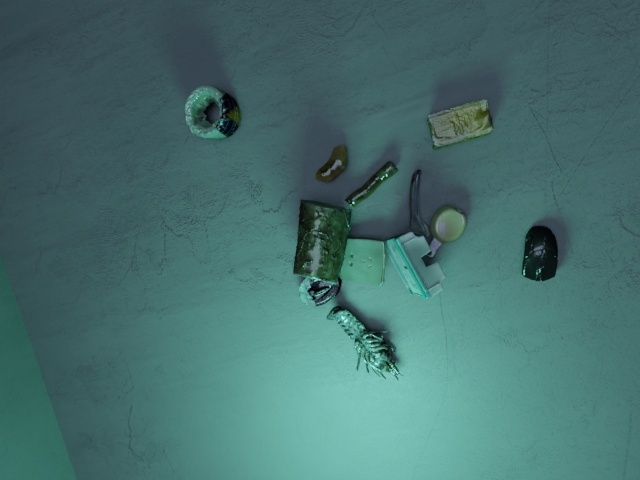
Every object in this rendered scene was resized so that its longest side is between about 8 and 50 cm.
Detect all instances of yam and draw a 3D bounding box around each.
[{"bbox_3d":[0.213,-0.231,1.743,0.253,0.061,0.061,-40,86,16],"label":"yam"},{"bbox_3d":[0.000,0.000,1.705,0.241,0.241,0.347,7,87,13],"label":"yam"}]

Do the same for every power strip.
[{"bbox_3d":[0.186,0.081,1.784,0.213,0.064,0.198,8,100,27],"label":"power strip"}]

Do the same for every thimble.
[{"bbox_3d":[-0.484,-0.557,1.836,0.238,0.150,0.237,2,98,15],"label":"thimble"}]

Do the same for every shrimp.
[{"bbox_3d":[0.199,0.444,1.783,0.221,0.166,0.410,-46,72,17],"label":"shrimp"}]

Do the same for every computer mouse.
[{"bbox_3d":[0.852,0.053,1.607,0.122,0.073,0.217,2,98,14],"label":"computer mouse"}]

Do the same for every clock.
[{"bbox_3d":[0.375,0.091,1.660,0.116,0.231,0.262,-27,88,-5],"label":"clock"}]

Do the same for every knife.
[{"bbox_3d":[0.382,-0.153,1.682,0.053,0.123,0.277,-9,75,40],"label":"knife"}]

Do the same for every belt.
[{"bbox_3d":[-0.006,0.208,1.839,0.198,0.078,0.151,-34,86,13],"label":"belt"}]

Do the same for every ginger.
[{"bbox_3d":[0.055,-0.321,1.767,0.095,0.069,0.190,43,103,1],"label":"ginger"}]

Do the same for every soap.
[{"bbox_3d":[0.544,-0.453,1.626,0.233,0.076,0.134,-13,92,16],"label":"soap"}]

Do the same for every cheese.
[{"bbox_3d":[0.492,-0.030,1.670,0.137,0.064,0.227,32,92,-5],"label":"cheese"}]

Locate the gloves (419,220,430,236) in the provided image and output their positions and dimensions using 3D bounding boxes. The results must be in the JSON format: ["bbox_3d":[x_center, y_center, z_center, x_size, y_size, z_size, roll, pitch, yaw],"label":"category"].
[{"bbox_3d":[0.436,-0.044,1.724,0.044,0.037,0.081,-32,83,-17],"label":"gloves"}]
